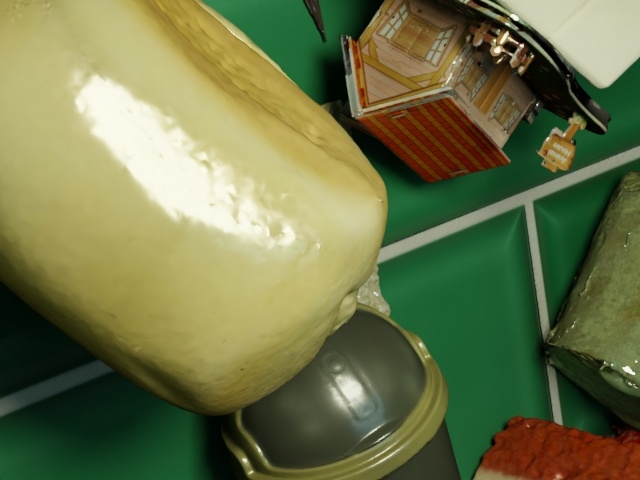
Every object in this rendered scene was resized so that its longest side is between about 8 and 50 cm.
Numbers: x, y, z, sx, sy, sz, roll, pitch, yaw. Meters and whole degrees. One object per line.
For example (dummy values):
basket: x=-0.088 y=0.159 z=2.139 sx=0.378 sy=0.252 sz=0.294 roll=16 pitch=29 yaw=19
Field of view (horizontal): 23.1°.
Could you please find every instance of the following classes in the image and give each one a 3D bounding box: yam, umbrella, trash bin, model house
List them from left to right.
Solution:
umbrella: x=-0.012 y=-0.250 z=1.526 sx=0.022 sy=0.013 sz=0.122 roll=-34 pitch=117 yaw=-21
trash bin: x=0.030 y=0.209 z=1.477 sx=0.214 sy=0.214 sz=0.334 roll=-37 pitch=121 yaw=-33
model house: x=0.134 y=-0.134 z=1.516 sx=0.154 sy=0.207 sz=0.294 roll=-56 pitch=150 yaw=0
yam: x=0.389 y=0.057 z=1.800 sx=0.195 sy=0.195 sz=0.300 roll=42 pitch=68 yaw=-36

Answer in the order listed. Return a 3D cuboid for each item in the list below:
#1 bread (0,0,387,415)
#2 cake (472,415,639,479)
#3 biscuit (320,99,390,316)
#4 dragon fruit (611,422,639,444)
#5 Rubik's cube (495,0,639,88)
bread: x=-0.134 y=-0.048 z=1.205 sx=0.376 sy=0.348 sz=0.253 roll=38 pitch=102 yaw=-14
cake: x=0.285 y=0.399 z=1.684 sx=0.269 sy=0.270 sz=0.319 roll=48 pitch=65 yaw=-34
biscuit: x=-0.003 y=-0.002 z=1.543 sx=0.133 sy=0.032 sz=0.250 roll=-23 pitch=108 yaw=-39
dragon fruit: x=0.377 y=0.284 z=1.858 sx=0.111 sy=0.153 sz=0.153 roll=-22 pitch=111 yaw=-9
Rubik's cube: x=0.231 y=-0.376 z=1.467 sx=0.291 sy=0.290 sz=0.291 roll=32 pitch=111 yaw=-34
